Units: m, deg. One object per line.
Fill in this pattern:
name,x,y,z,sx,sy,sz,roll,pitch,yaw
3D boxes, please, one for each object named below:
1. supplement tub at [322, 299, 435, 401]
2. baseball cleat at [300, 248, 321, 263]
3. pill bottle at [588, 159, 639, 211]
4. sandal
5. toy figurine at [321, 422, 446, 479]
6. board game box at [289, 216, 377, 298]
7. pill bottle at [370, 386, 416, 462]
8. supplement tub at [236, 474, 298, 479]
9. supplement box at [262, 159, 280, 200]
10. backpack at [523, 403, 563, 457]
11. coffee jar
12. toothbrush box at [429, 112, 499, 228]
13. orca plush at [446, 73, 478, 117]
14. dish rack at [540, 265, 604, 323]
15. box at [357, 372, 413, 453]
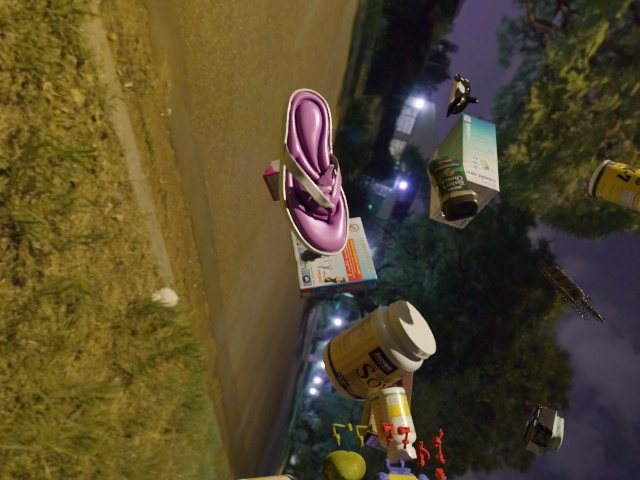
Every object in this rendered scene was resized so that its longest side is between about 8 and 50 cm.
supplement tub,0.198,0.375,1.539,0.331,0.241,0.241,-40,-167,24
baseball cleat,0.000,0.000,1.644,0.206,0.072,0.109,-32,125,-39
pill bottle,0.935,-0.156,1.342,0.119,0.208,0.119,-23,129,-32
sandal,-0.016,-0.169,1.063,0.102,0.169,0.416,156,-76,-65
toy figurine,0.198,0.636,1.215,0.217,0.362,0.191,-133,-129,-82
board game box,0.044,0.066,1.820,0.086,0.301,0.308,92,-11,-55
pill bottle,0.235,0.585,1.425,0.118,0.117,0.208,104,-22,-56
supplement tub,-0.227,0.994,1.646,0.228,0.316,0.228,-22,-120,44
supplement box,-0.074,-0.228,1.571,0.111,0.220,0.114,-73,148,-51
backpack,0.955,0.828,1.932,0.166,0.144,0.188,-37,146,-54
coffee jar,0.354,-0.138,1.201,0.079,0.096,0.184,72,7,-53
toothbrush box,0.459,-0.223,1.457,0.216,0.126,0.296,116,-11,-54
orca plush,0.548,-0.548,1.700,0.287,0.102,0.151,-48,144,-60
dish rack,1.049,0.234,1.858,0.074,0.271,0.208,-40,-153,16
box,0.304,0.766,2.076,0.381,0.191,0.143,-69,180,-48
